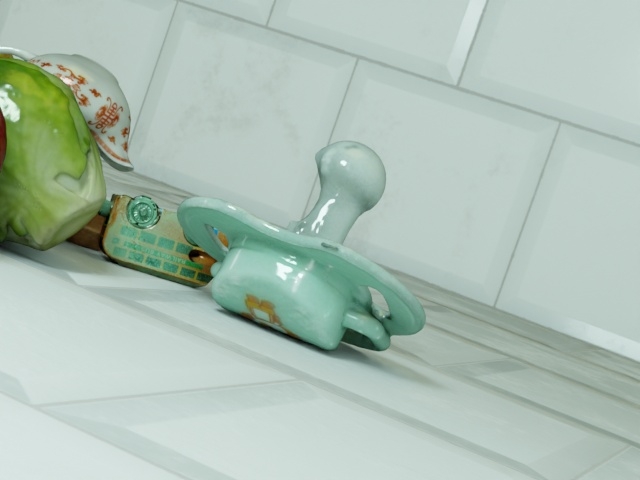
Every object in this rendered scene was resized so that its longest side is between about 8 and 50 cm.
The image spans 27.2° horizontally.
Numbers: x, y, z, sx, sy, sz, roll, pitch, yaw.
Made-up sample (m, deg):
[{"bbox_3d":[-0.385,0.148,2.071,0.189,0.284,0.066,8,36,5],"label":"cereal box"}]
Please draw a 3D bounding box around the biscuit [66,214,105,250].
[{"bbox_3d":[-0.354,-0.036,1.954,0.284,0.043,0.306,22,5,36],"label":"biscuit"}]

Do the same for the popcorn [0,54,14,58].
[{"bbox_3d":[-0.559,-0.196,2.036,0.215,0.252,0.286,60,4,-6],"label":"popcorn"}]

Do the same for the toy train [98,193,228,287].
[{"bbox_3d":[-0.215,-0.003,1.782,0.188,0.099,0.072,17,1,-17],"label":"toy train"}]

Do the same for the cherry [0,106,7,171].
[{"bbox_3d":[-0.460,-0.119,1.386,0.239,0.206,0.239,30,5,-3],"label":"cherry"}]

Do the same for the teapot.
[{"bbox_3d":[-0.336,-0.189,1.744,0.245,0.116,0.159,25,-3,5],"label":"teapot"}]

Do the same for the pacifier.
[{"bbox_3d":[0.000,0.000,1.668,0.343,0.269,0.288,24,-20,20],"label":"pacifier"}]

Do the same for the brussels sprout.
[{"bbox_3d":[-0.372,-0.101,1.584,0.271,0.219,0.210,42,2,19],"label":"brussels sprout"}]
